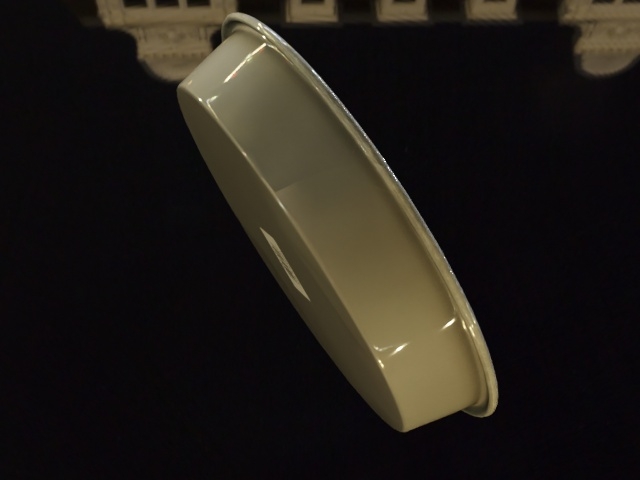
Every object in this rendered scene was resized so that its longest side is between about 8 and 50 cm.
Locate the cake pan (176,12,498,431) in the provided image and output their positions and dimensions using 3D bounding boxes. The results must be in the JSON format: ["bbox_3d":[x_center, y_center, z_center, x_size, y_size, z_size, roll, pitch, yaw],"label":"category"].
[{"bbox_3d":[0.000,0.000,0.580,0.054,0.293,0.293,-33,-109,-8],"label":"cake pan"}]
